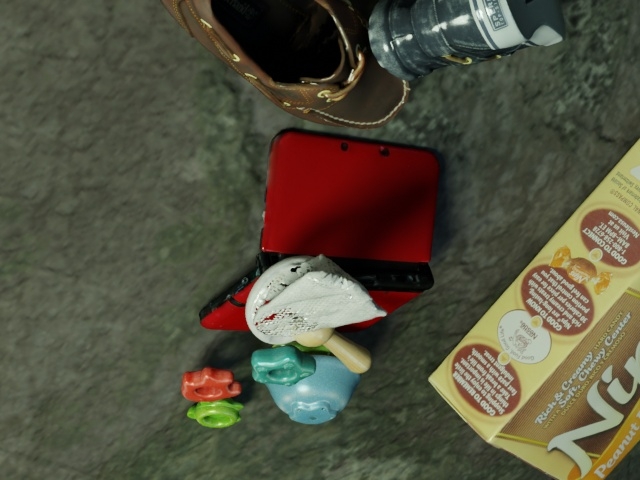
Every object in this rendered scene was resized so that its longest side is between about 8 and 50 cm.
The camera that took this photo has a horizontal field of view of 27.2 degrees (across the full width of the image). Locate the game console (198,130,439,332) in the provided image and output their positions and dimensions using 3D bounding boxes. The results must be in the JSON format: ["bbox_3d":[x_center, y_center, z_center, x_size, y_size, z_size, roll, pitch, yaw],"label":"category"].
[{"bbox_3d":[0.000,0.000,0.869,0.144,0.085,0.124,5,151,-39],"label":"game console"}]

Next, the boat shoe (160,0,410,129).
[{"bbox_3d":[-0.013,-0.107,0.729,0.207,0.073,0.073,24,103,-47],"label":"boat shoe"}]

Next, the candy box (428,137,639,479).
[{"bbox_3d":[0.253,0.042,1.041,0.316,0.087,0.183,-49,138,7],"label":"candy box"}]

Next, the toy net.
[{"bbox_3d":[-0.025,0.060,0.829,0.122,0.045,0.232,2,151,-5],"label":"toy net"}]

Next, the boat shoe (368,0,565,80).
[{"bbox_3d":[0.088,-0.136,0.776,0.083,0.065,0.183,-14,-175,23],"label":"boat shoe"}]
